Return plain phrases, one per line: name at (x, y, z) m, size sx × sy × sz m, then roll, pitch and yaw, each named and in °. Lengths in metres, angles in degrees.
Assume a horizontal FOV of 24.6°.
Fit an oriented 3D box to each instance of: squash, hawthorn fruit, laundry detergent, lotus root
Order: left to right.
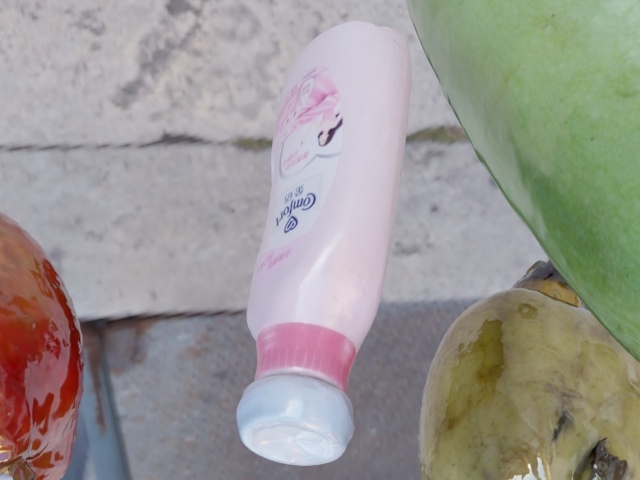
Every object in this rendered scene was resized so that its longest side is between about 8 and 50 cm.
hawthorn fruit at (-0.215, 0.081, 0.787) m, size 0.205 × 0.253 × 0.205 m, roll -35°, pitch 140°, yaw -36°
laundry detergent at (0.000, 0.000, 1.071) m, size 0.088 × 0.335 × 0.159 m, roll 21°, pitch 145°, yaw -18°
lotus root at (0.167, 0.123, 1.104) m, size 0.183 × 0.310 × 0.182 m, roll 3°, pitch 135°, yaw 3°
squash at (0.103, -0.063, 0.538) m, size 0.118 × 0.370 × 0.118 m, roll -9°, pitch 123°, yaw -13°
